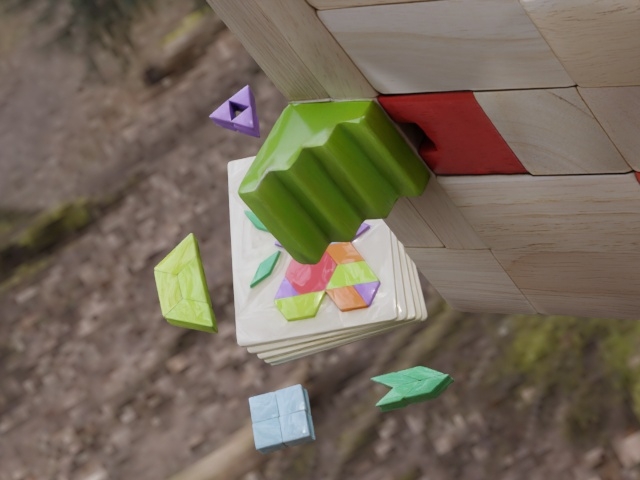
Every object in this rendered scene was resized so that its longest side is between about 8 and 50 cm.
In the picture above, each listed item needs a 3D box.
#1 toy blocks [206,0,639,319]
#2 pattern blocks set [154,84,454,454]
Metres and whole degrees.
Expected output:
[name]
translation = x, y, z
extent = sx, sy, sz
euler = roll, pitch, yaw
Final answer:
[toy blocks]
translation = 0.101, -0.093, 0.724
extent = 0.261, 0.381, 0.190
euler = 0, 52, 42
[pattern blocks set]
translation = 0.000, 0.000, 1.574
extent = 0.285, 0.325, 0.026
euler = -25, -28, 7
